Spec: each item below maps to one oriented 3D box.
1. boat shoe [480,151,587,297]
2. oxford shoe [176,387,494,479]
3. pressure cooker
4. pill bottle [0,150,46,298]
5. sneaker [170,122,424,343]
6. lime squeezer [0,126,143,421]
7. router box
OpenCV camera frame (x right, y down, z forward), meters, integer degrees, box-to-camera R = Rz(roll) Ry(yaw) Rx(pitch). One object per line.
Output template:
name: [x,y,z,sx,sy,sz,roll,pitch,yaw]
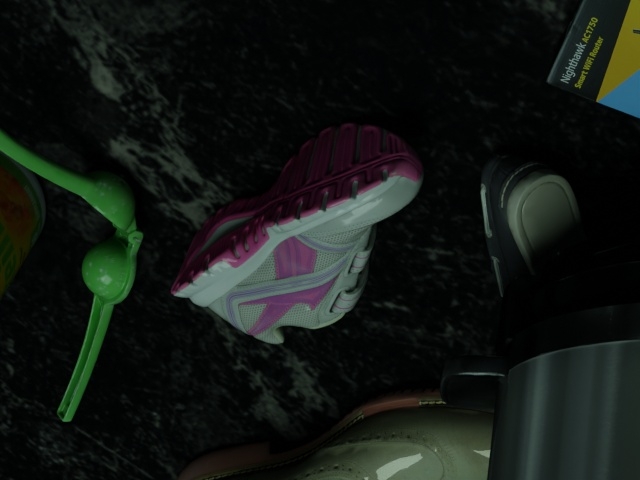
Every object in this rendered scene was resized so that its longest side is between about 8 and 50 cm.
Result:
boat shoe: [0.166,0.016,1.331,0.065,0.075,0.206,42,158,45]
oxford shoe: [0.024,0.240,1.495,0.397,0.146,0.140,-23,116,32]
pressure cooker: [0.298,0.186,1.195,0.370,0.420,0.376,22,156,-35]
pill bottle: [-0.322,0.032,1.371,0.136,0.245,0.136,10,132,11]
sneaker: [0.000,0.000,1.342,0.111,0.103,0.252,39,137,-20]
lime squeezer: [-0.190,0.014,1.407,0.059,0.110,0.310,24,139,33]
router box: [0.242,-0.158,1.149,0.133,0.046,0.179,21,133,2]
